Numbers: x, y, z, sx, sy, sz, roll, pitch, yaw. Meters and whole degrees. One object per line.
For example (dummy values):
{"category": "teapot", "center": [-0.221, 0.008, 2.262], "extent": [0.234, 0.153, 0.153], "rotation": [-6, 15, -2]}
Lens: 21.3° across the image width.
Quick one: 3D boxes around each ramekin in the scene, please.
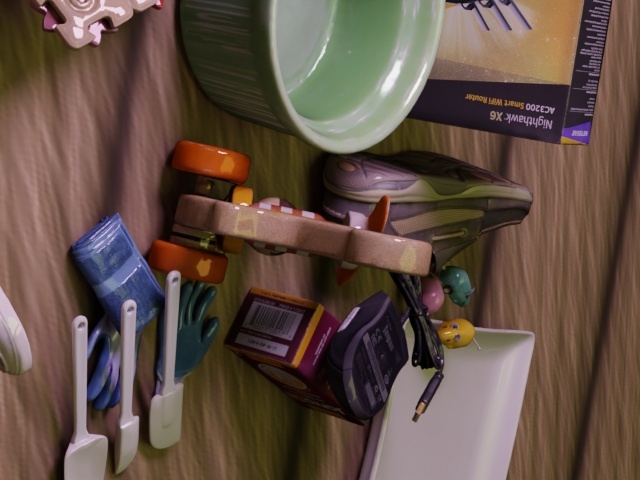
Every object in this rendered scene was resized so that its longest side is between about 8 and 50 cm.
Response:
{"category": "ramekin", "center": [-0.011, -0.253, 1.820], "extent": [0.303, 0.148, 0.304], "rotation": [-21, 117, -48]}

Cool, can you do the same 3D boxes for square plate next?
{"category": "square plate", "center": [0.157, 0.277, 2.293], "extent": [0.347, 0.049, 0.344], "rotation": [11, 92, -54]}

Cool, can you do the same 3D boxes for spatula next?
{"category": "spatula", "center": [-0.202, 0.155, 1.761], "extent": [0.168, 0.019, 0.242], "rotation": [-25, 135, -36]}

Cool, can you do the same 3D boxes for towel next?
{"category": "towel", "center": [-0.205, 0.038, 1.740], "extent": [0.067, 0.029, 0.119], "rotation": [-44, 122, -32]}

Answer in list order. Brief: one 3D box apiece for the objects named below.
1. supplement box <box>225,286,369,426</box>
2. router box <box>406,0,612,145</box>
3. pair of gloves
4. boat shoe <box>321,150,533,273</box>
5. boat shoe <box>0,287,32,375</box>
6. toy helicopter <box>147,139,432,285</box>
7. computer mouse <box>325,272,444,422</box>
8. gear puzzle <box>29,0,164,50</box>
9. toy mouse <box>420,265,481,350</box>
{"category": "supplement box", "center": [-0.012, 0.136, 1.980], "extent": [0.188, 0.104, 0.081], "rotation": [44, 66, -49]}
{"category": "router box", "center": [0.171, -0.250, 1.926], "extent": [0.081, 0.308, 0.243], "rotation": [-4, 104, -57]}
{"category": "pair of gloves", "center": [-0.181, 0.110, 1.819], "extent": [0.198, 0.023, 0.159], "rotation": [17, 87, -54]}
{"category": "boat shoe", "center": [0.123, -0.034, 2.106], "extent": [0.355, 0.132, 0.130], "rotation": [2, 109, -44]}
{"category": "boat shoe", "center": [-0.327, 0.061, 1.581], "extent": [0.063, 0.066, 0.184], "rotation": [-36, 132, -23]}
{"category": "toy helicopter", "center": [0.000, 0.000, 1.742], "extent": [0.235, 0.355, 0.140], "rotation": [13, 90, -36]}
{"category": "computer mouse", "center": [0.069, 0.146, 1.953], "extent": [0.262, 0.060, 0.184], "rotation": [-58, 135, -52]}
{"category": "gear puzzle", "center": [-0.171, -0.310, 1.623], "extent": [0.339, 0.044, 0.175], "rotation": [-37, 90, -35]}
{"category": "toy mouse", "center": [0.164, 0.068, 2.201], "extent": [0.161, 0.031, 0.143], "rotation": [7, 69, -53]}
